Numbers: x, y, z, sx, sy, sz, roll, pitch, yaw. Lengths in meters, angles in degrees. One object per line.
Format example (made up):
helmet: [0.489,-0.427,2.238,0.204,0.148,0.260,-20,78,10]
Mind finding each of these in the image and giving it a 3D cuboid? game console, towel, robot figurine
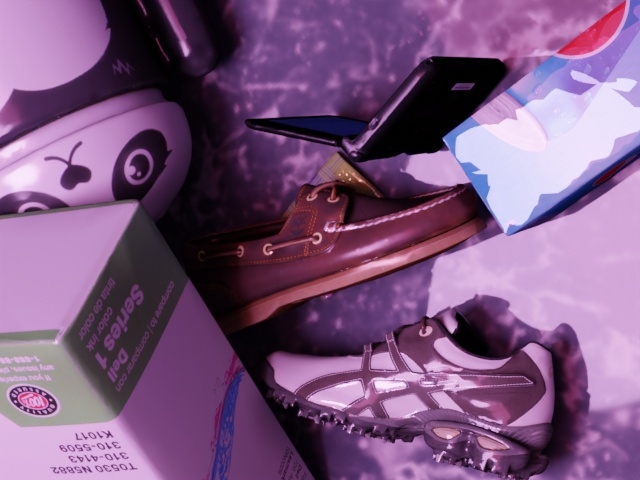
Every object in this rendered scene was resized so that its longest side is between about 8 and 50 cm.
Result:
game console: [0.035,-0.085,0.833,0.071,0.122,0.107,47,114,14]
towel: [0.006,-0.009,0.921,0.060,0.009,0.083,44,113,16]
robot figurine: [-0.197,-0.116,0.912,0.209,0.173,0.278,-27,89,36]

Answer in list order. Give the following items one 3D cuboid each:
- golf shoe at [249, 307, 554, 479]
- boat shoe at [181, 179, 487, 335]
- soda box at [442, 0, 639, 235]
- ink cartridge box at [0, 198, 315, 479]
golf shoe: [0.054,0.083,0.884,0.198,0.077,0.094,13,85,23]
boat shoe: [0.000,0.000,0.877,0.207,0.073,0.073,-20,89,27]
soda box: [0.175,-0.090,0.792,0.210,0.067,0.071,-37,80,25]
ink cartridge box: [-0.149,0.120,0.878,0.201,0.117,0.278,-6,131,28]
